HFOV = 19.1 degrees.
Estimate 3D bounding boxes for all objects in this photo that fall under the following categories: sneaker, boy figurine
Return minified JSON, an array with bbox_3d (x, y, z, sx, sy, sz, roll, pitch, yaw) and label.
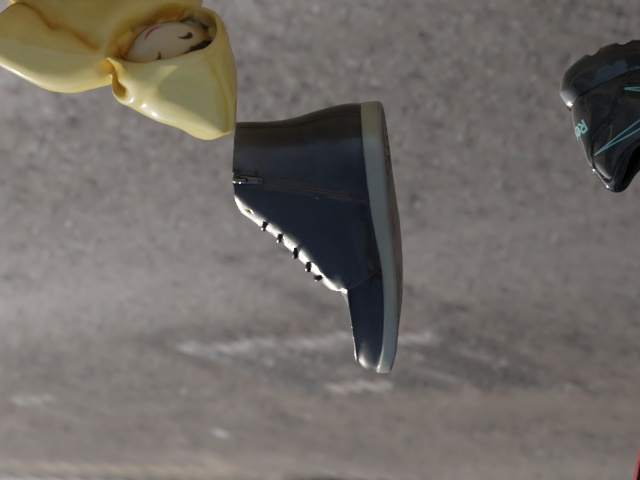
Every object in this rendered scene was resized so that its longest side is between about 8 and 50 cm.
[{"bbox_3d":[0.321,-0.117,1.459,0.267,0.106,0.101,-19,155,20],"label":"sneaker"},{"bbox_3d":[0.000,0.000,1.450,0.118,0.222,0.083,-4,-156,7],"label":"sneaker"},{"bbox_3d":[-0.157,-0.166,1.266,0.285,0.177,0.092,49,155,31],"label":"boy figurine"}]

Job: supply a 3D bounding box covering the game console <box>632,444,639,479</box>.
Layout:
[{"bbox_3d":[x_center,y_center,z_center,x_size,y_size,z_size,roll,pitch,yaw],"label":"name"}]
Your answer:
[{"bbox_3d":[0.325,0.149,1.602,0.085,0.124,0.144,16,121,19],"label":"game console"}]
